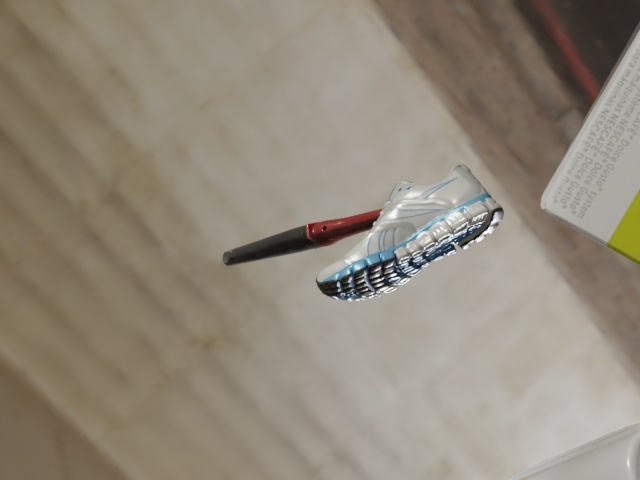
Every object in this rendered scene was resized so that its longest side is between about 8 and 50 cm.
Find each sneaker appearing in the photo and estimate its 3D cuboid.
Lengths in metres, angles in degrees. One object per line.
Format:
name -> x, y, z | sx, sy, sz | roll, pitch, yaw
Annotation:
sneaker -> 0.076, -0.010, 1.732 | 0.083, 0.190, 0.071 | 62, 180, 25

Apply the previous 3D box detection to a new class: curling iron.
curling iron -> 0.000, 0.000, 2.010 | 0.274, 0.068, 0.035 | -7, 132, 34

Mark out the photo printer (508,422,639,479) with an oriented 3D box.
photo printer -> 0.349, 0.317, 1.977 | 0.256, 0.107, 0.307 | 26, 150, -17

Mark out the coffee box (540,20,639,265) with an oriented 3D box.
coffee box -> 0.366, -0.097, 1.091 | 0.334, 0.338, 0.337 | 30, -168, 5
